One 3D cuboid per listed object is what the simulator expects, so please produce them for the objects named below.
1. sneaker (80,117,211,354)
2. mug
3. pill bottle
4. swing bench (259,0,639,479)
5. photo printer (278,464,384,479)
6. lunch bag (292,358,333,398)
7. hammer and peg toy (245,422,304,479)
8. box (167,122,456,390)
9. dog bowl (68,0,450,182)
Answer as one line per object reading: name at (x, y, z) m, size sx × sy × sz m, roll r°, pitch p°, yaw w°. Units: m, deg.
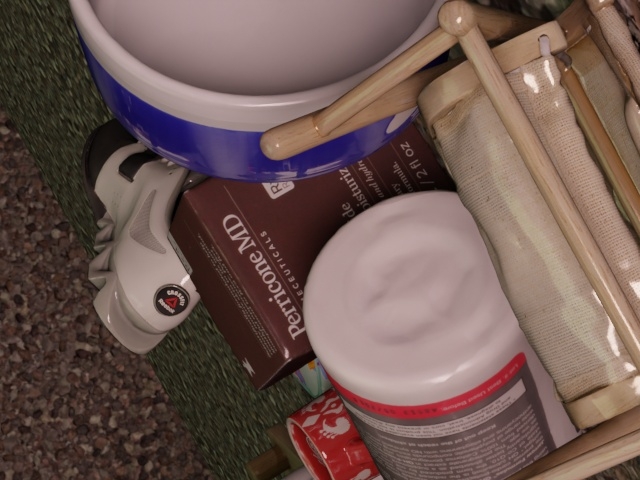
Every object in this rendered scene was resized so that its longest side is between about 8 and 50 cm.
sneaker at (-0.148, -0.035, 1.596) m, size 0.122 × 0.146 × 0.330 m, roll 42°, pitch -161°, yaw -35°
mug at (0.063, 0.161, 1.535) m, size 0.113 × 0.169 × 0.150 m, roll 58°, pitch 164°, yaw 11°
pill bottle at (0.110, 0.118, 1.272) m, size 0.176 × 0.176 × 0.318 m, roll 47°, pitch 170°, yaw 38°
swing bench at (0.141, -0.004, 0.929) m, size 0.165 × 0.254 × 0.253 m, roll -31°, pitch 83°, yaw 37°
photo printer at (0.030, 0.361, 1.736) m, size 0.256 × 0.307 × 0.107 m, roll 61°, pitch 164°, yaw -1°
lunch bag at (-0.021, 0.020, 1.661) m, size 0.224 × 0.108 × 0.279 m, roll 44°, pitch 158°, yaw 41°
hammer and peg toy at (0.053, 0.408, 2.067) m, size 0.361 × 0.127 × 0.266 m, roll 35°, pitch 150°, yaw 56°
box at (0.000, 0.000, 1.389) m, size 0.168 × 0.203 × 0.167 m, roll 58°, pitch 163°, yaw 6°
dog bowl at (-0.037, -0.175, 1.087) m, size 0.265 × 0.265 × 0.104 m, roll 53°, pitch 164°, yaw 23°
